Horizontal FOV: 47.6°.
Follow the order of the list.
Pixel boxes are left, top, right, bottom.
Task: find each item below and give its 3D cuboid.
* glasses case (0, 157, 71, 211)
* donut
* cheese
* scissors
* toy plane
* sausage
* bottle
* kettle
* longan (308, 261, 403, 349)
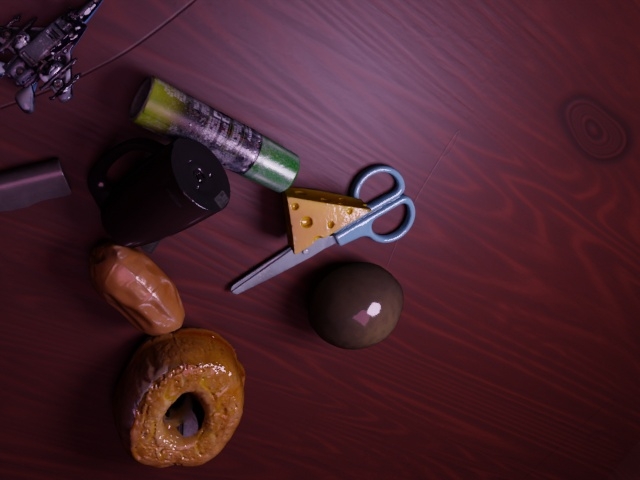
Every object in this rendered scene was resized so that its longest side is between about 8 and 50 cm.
[{"bbox_3d":[-0.555,-0.092,1.310,0.191,0.042,0.072,-16,128,-14],"label":"glasses case"},{"bbox_3d":[-0.303,0.347,1.576,0.300,0.150,0.317,-21,122,-8],"label":"donut"},{"bbox_3d":[0.014,-0.055,1.503,0.171,0.093,0.126,-10,106,-9],"label":"cheese"},{"bbox_3d":[0.000,0.000,1.588,0.447,0.029,0.192,-30,122,-6],"label":"scissors"},{"bbox_3d":[-0.440,-0.333,1.205,0.169,0.078,0.246,44,92,-5],"label":"toy plane"},{"bbox_3d":[-0.360,0.098,1.435,0.120,0.136,0.241,-37,128,-2],"label":"sausage"},{"bbox_3d":[-0.192,-0.193,1.371,0.330,0.093,0.093,25,104,-30],"label":"bottle"},{"bbox_3d":[-0.311,-0.088,1.322,0.232,0.144,0.202,-27,112,28],"label":"kettle"},{"bbox_3d":[0.082,0.143,1.603,0.220,0.196,0.196,-20,122,-15],"label":"longan"}]
